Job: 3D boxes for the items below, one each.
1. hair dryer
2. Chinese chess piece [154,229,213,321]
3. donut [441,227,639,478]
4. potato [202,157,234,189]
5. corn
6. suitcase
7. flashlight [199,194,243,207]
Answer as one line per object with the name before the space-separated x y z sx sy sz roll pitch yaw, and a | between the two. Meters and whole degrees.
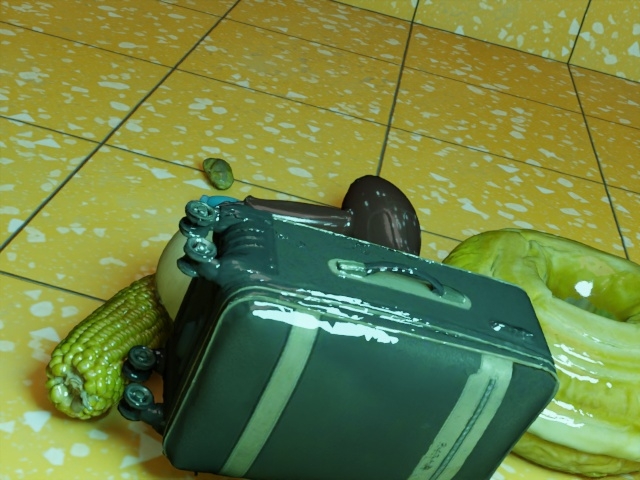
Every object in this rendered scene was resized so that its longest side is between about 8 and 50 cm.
hair dryer | 0.000 0.000 1.588 0.340 0.123 0.312 6 37 -14
Chinese chess piece | -0.093 0.076 1.296 0.250 0.103 0.250 37 17 -13
donut | 0.339 0.139 1.390 0.449 0.198 0.449 14 26 -7
potato | -0.178 -0.120 1.800 0.046 0.045 0.092 -30 35 -5
corn | -0.243 0.119 1.238 0.101 0.101 0.310 18 25 6
suitcase | 0.028 0.137 1.091 0.434 0.283 0.194 15 34 -18
flashlight | -0.137 -0.049 1.676 0.129 0.051 0.051 17 26 8
